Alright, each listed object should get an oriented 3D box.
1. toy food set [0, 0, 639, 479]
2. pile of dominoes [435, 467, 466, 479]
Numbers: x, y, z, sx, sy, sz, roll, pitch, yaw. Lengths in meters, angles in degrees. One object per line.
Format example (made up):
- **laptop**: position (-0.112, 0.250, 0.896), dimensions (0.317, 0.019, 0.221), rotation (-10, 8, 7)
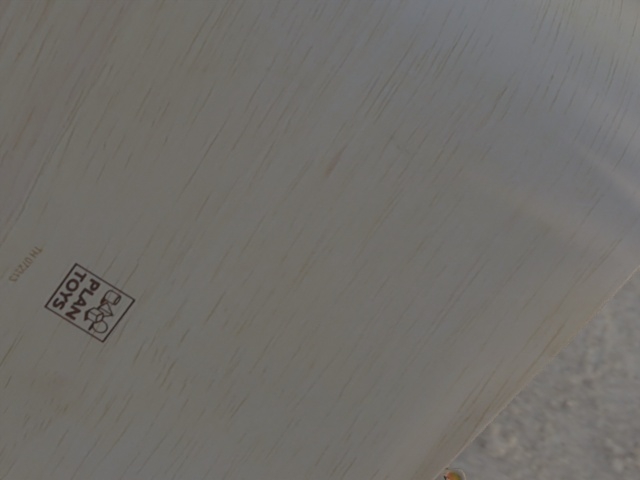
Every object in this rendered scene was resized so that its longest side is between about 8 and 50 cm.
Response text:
- **toy food set**: position (-0.057, -0.004, 0.479), dimensions (0.219, 0.092, 0.306), rotation (32, 120, -11)
- **pile of dominoes**: position (0.111, 0.307, 1.505), dimensions (0.196, 0.040, 0.251), rotation (-28, 82, -36)
